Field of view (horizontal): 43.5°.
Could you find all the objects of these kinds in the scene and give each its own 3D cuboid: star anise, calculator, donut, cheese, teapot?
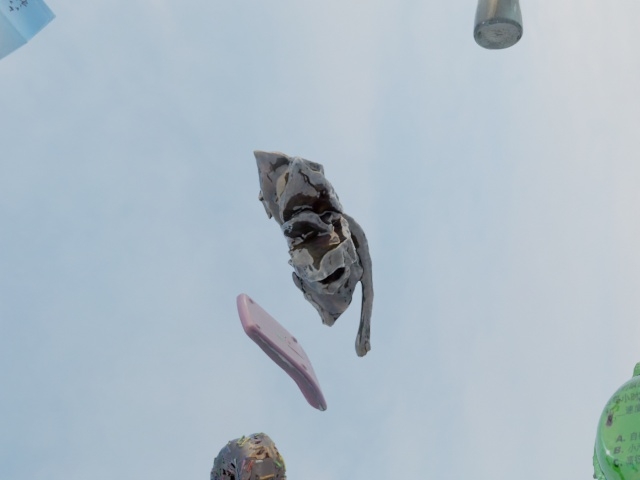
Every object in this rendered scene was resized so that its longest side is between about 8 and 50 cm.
[{"bbox_3d":[0.001,0.000,0.840,0.089,0.209,0.231,-27,-60,4],"label":"star anise"},{"bbox_3d":[-0.055,0.162,1.193,0.034,0.127,0.190,-37,-66,5],"label":"calculator"},{"bbox_3d":[-0.150,0.502,1.598,0.089,0.235,0.235,8,-91,-32],"label":"donut"},{"bbox_3d":[0.417,0.290,1.008,0.083,0.204,0.321,28,-122,-20],"label":"cheese"},{"bbox_3d":[0.154,-0.221,0.696,0.042,0.042,0.111,33,-126,-47],"label":"teapot"}]

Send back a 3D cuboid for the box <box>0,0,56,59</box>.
[{"bbox_3d":[-0.490,-0.298,1.079,0.143,0.232,0.083,54,-142,-27],"label":"box"}]
